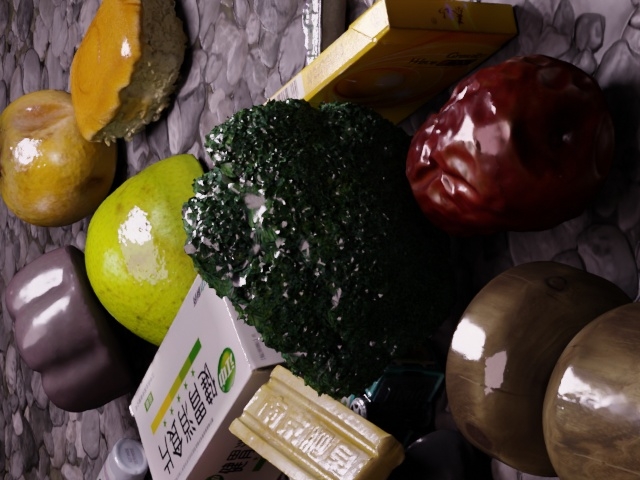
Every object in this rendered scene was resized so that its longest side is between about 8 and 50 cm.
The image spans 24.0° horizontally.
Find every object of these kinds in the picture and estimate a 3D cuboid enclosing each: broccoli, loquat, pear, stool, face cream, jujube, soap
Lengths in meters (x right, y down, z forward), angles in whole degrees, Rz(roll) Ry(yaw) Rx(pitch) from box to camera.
[{"bbox_3d":[0.000,0.000,1.503,0.275,0.307,0.308,145,121,-65],"label":"broccoli"},{"bbox_3d":[-0.412,-0.132,2.305,0.213,0.213,0.213,-1,89,60],"label":"loquat"},{"bbox_3d":[-0.225,0.057,2.060,0.239,0.139,0.288,55,137,33],"label":"pear"},{"bbox_3d":[0.243,0.129,1.180,0.264,0.179,0.179,23,109,59],"label":"stool"},{"bbox_3d":[-0.313,0.381,2.270,0.198,0.057,0.084,-62,39,39],"label":"face cream"},{"bbox_3d":[0.163,-0.077,1.354,0.230,0.155,0.155,-24,69,61],"label":"jujube"},{"bbox_3d":[-0.007,0.204,1.536,0.092,0.037,0.252,-53,29,-7],"label":"soap"}]

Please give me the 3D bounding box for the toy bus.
[{"bbox_3d":[0.045,0.206,1.622,0.262,0.091,0.109,-64,32,34],"label":"toy bus"}]

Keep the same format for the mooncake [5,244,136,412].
[{"bbox_3d":[-0.360,0.132,2.198,0.245,0.133,0.245,61,-177,-6],"label":"mooncake"}]

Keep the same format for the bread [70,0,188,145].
[{"bbox_3d":[-0.281,-0.256,2.158,0.245,0.121,0.174,-51,48,50],"label":"bread"}]

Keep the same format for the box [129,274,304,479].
[{"bbox_3d":[-0.098,0.172,1.813,0.333,0.145,0.173,-58,44,42],"label":"box"}]

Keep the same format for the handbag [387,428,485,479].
[{"bbox_3d":[0.039,0.319,1.503,0.332,0.075,0.192,-23,58,16],"label":"handbag"}]

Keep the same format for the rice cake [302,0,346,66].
[{"bbox_3d":[0.008,-0.221,1.730,0.036,0.047,0.207,3,95,45],"label":"rice cake"}]

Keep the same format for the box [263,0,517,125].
[{"bbox_3d":[0.063,-0.169,1.526,0.269,0.152,0.043,-34,64,57],"label":"box"}]
